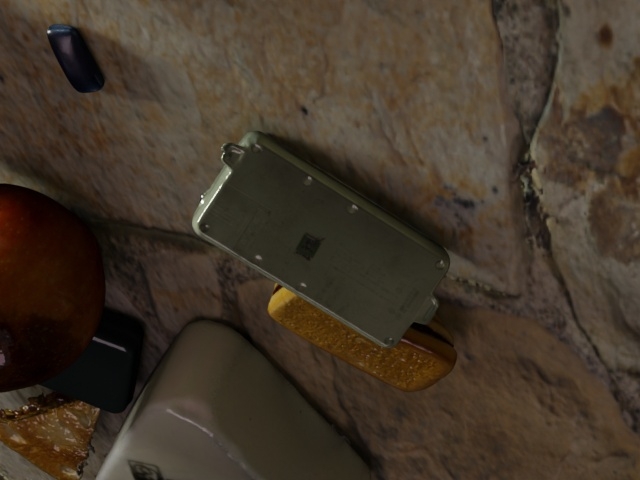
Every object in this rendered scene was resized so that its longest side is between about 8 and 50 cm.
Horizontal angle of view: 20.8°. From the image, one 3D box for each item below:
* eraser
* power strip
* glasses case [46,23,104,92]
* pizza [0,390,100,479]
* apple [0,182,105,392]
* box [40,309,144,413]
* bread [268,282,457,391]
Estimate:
[{"bbox_3d":[-0.142,0.265,2.113,0.331,0.150,0.331,17,145,12],"label":"eraser"},{"bbox_3d":[0.000,0.000,1.728,0.270,0.046,0.118,32,101,-11],"label":"power strip"},{"bbox_3d":[-0.241,-0.175,1.711,0.033,0.023,0.083,5,141,27],"label":"glasses case"},{"bbox_3d":[-0.331,0.227,2.243,0.154,0.069,0.194,39,129,-12],"label":"pizza"},{"bbox_3d":[-0.350,0.059,1.912,0.230,0.230,0.230,15,143,12],"label":"apple"},{"bbox_3d":[-0.329,0.120,2.110,0.230,0.050,0.160,21,141,4],"label":"box"},{"bbox_3d":[0.048,0.084,1.837,0.200,0.077,0.116,29,143,-11],"label":"bread"}]
